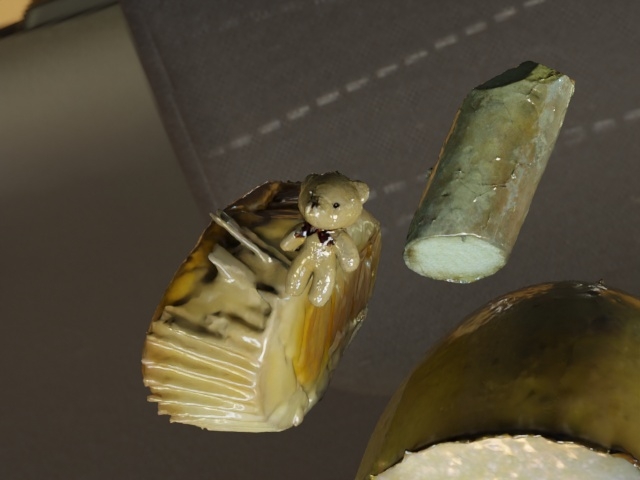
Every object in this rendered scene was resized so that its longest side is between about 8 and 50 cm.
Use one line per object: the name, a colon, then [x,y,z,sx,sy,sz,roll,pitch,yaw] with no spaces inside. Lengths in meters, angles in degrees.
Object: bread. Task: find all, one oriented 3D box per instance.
bread: [-0.061,0.064,1.208,0.183,0.236,0.388,12,-166,15]

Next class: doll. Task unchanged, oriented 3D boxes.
doll: [0.004,-0.002,0.823,0.061,0.093,0.051,18,-146,19]

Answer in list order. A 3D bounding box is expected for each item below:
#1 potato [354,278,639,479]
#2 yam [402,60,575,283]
potato: [0.248,0.225,1.143,0.385,0.442,0.319,27,-131,-1]
yam: [0.102,-0.044,0.699,0.069,0.069,0.146,14,-101,48]
